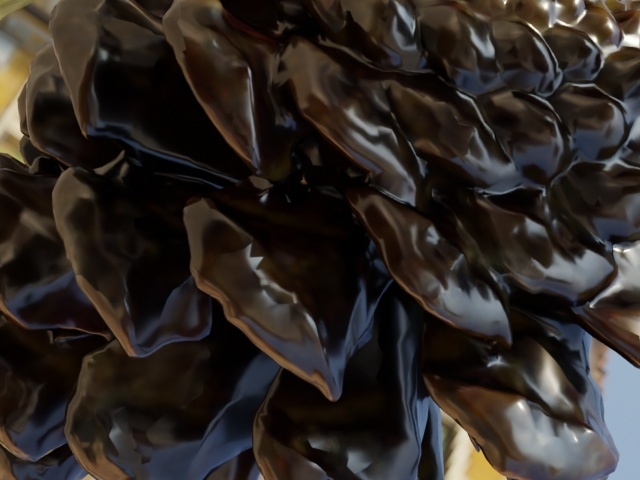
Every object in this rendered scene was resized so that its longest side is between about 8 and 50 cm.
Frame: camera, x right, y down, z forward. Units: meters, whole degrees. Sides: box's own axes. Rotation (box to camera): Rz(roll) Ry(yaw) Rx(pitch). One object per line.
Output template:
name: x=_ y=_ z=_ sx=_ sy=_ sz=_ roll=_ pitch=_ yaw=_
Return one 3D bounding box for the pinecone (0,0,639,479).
pinecone: x=0.000 y=0.000 z=0.622 sx=0.309 sy=0.244 sz=0.244 roll=-36 pitch=-160 yaw=39

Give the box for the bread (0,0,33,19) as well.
bread: x=-0.152 y=-0.077 z=0.315 sx=0.375 sy=0.165 sz=0.236 roll=-36 pitch=169 yaw=-12
